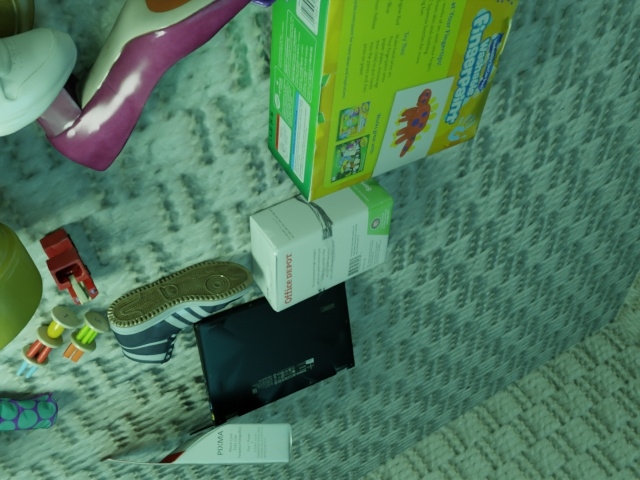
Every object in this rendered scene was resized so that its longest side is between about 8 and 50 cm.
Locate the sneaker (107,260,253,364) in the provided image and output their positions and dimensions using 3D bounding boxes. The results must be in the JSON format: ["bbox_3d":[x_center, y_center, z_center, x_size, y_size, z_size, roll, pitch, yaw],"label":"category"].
[{"bbox_3d":[-0.265,0.143,1.407,0.282,0.099,0.153,-19,140,-21],"label":"sneaker"}]

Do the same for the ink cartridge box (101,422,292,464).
[{"bbox_3d":[-0.290,0.464,1.638,0.384,0.091,0.308,7,161,-18],"label":"ink cartridge box"}]

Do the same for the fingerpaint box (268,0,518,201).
[{"bbox_3d":[0.114,-0.319,1.155,0.371,0.163,0.445,-23,147,-22],"label":"fingerpaint box"}]

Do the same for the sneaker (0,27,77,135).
[{"bbox_3d":[-0.425,-0.180,0.807,0.305,0.114,0.152,-28,146,-16],"label":"sneaker"}]

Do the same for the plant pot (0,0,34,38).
[{"bbox_3d":[-0.446,-0.257,0.831,0.236,0.032,0.236,-25,145,-20],"label":"plant pot"}]

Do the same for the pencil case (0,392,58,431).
[{"bbox_3d":[-0.575,0.322,1.357,0.064,0.070,0.151,-17,160,33],"label":"pencil case"}]

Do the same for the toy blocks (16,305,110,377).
[{"bbox_3d":[-0.472,0.193,1.312,0.148,0.054,0.123,-49,144,15],"label":"toy blocks"}]

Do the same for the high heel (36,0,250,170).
[{"bbox_3d":[-0.212,-0.229,0.960,0.377,0.127,0.181,-21,140,16],"label":"high heel"}]

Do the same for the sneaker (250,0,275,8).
[{"bbox_3d":[-0.113,-0.387,0.924,0.095,0.104,0.236,-39,145,3],"label":"sneaker"}]

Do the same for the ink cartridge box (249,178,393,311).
[{"bbox_3d":[0.000,0.000,1.472,0.272,0.115,0.198,-23,143,-22],"label":"ink cartridge box"}]

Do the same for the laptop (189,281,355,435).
[{"bbox_3d":[-0.139,0.283,1.762,0.381,0.236,0.408,-18,113,-28],"label":"laptop"}]

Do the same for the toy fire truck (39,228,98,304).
[{"bbox_3d":[-0.393,0.056,1.151,0.047,0.135,0.192,-28,144,-16],"label":"toy fire truck"}]

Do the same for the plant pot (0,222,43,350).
[{"bbox_3d":[-0.522,0.017,0.914,0.254,0.254,0.239,-27,129,-17],"label":"plant pot"}]
